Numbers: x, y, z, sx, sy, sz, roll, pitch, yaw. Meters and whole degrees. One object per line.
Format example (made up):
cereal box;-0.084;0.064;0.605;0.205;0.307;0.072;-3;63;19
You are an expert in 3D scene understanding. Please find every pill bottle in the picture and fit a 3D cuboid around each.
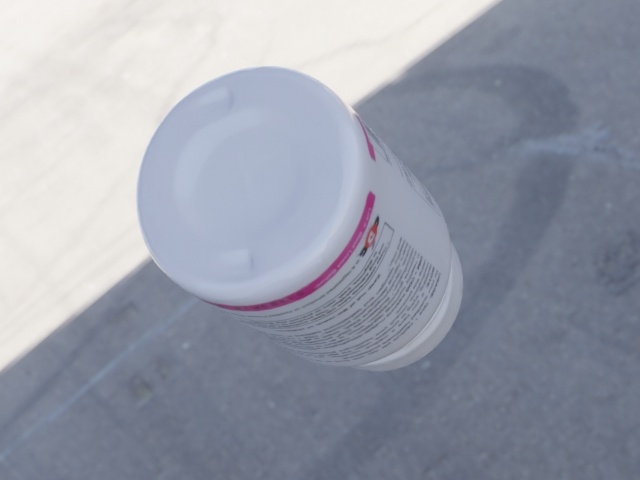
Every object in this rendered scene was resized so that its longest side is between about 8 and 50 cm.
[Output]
pill bottle;0.000;0.000;1.104;0.160;0.160;0.283;-36;-26;8
